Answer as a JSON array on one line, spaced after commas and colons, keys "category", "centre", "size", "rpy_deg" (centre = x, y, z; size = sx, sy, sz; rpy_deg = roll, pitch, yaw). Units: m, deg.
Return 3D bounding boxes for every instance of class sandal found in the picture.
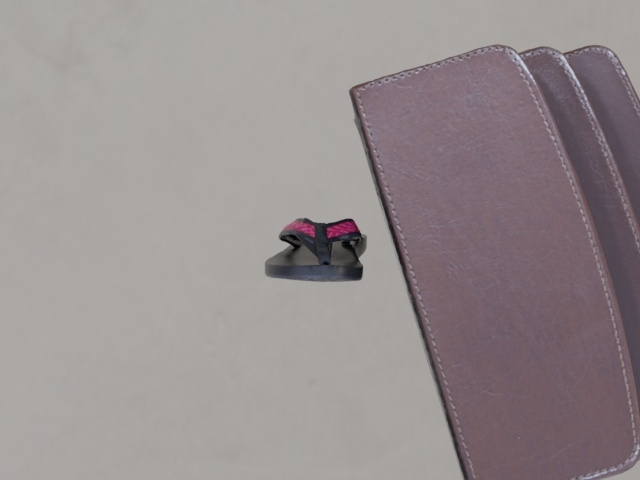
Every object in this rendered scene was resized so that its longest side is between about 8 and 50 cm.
[{"category": "sandal", "centre": [0.000, 0.000, 1.323], "size": [0.067, 0.179, 0.040], "rpy_deg": [4, 100, 5]}]

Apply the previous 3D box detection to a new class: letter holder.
[{"category": "letter holder", "centre": [0.165, 0.015, 1.342], "size": [0.214, 0.152, 0.302], "rpy_deg": [-16, 85, 2]}]
